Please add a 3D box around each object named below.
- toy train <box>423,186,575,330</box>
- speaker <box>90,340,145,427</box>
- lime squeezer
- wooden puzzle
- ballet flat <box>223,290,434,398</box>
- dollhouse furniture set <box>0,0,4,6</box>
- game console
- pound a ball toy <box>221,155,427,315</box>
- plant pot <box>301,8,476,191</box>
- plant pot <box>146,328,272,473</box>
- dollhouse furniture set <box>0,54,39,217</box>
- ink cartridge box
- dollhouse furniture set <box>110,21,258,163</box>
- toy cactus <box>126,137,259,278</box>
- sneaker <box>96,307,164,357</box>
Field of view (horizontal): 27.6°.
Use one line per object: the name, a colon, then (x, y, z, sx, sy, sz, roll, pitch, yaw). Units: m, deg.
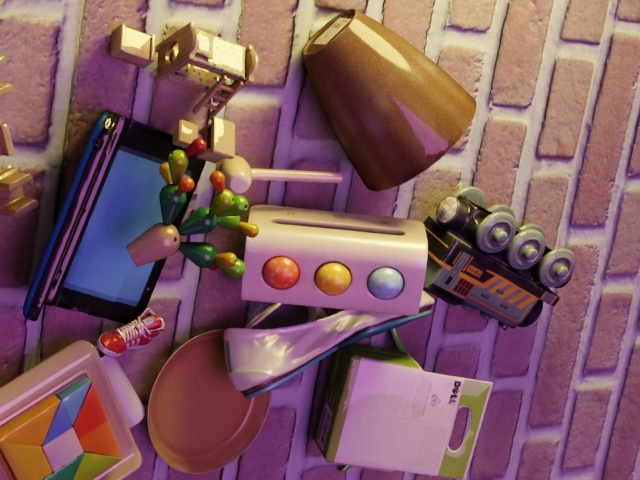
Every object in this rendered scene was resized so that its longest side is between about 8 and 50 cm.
toy train: (0.296, 0.039, 2.255, 0.334, 0.142, 0.190, 27, 103, -39)
speaker: (-0.313, 0.218, 1.953, 0.055, 0.055, 0.136, -35, 122, -19)
lime squeezer: (0.122, 0.269, 2.263, 0.110, 0.059, 0.310, 7, 103, -36)
wooden puzzle: (-0.379, 0.293, 1.874, 0.221, 0.044, 0.239, -33, 123, -24)
ballet flat: (0.015, 0.122, 2.085, 0.400, 0.139, 0.139, -22, 118, -32)
dollhouse furniture set: (-0.468, -0.478, 1.593, 0.303, 0.198, 0.286, 30, 64, -7)
game console: (-0.280, -0.017, 1.826, 0.173, 0.250, 0.293, 21, 95, -10)
pound a ball toy: (0.000, 0.000, 1.965, 0.319, 0.136, 0.208, 6, 116, -3)
plant pot: (0.084, -0.231, 1.983, 0.215, 0.215, 0.230, -46, 111, -12)
plant pot: (-0.178, 0.250, 2.055, 0.236, 0.032, 0.236, -12, 109, -37)
dollhouse furniture set: (-0.517, -0.108, 1.677, 0.242, 0.161, 0.212, -35, 126, -45)
ink cartridge box: (0.138, 0.290, 2.204, 0.255, 0.097, 0.189, 11, 101, -16)
dollhouse furniture set: (-0.188, -0.211, 1.807, 0.182, 0.101, 0.161, 15, 64, -37)
toy cactus: (-0.190, -0.026, 1.840, 0.180, 0.112, 0.219, -27, 129, -5)
sneaker: (-0.276, 0.135, 1.920, 0.067, 0.042, 0.118, -41, 167, 24)
